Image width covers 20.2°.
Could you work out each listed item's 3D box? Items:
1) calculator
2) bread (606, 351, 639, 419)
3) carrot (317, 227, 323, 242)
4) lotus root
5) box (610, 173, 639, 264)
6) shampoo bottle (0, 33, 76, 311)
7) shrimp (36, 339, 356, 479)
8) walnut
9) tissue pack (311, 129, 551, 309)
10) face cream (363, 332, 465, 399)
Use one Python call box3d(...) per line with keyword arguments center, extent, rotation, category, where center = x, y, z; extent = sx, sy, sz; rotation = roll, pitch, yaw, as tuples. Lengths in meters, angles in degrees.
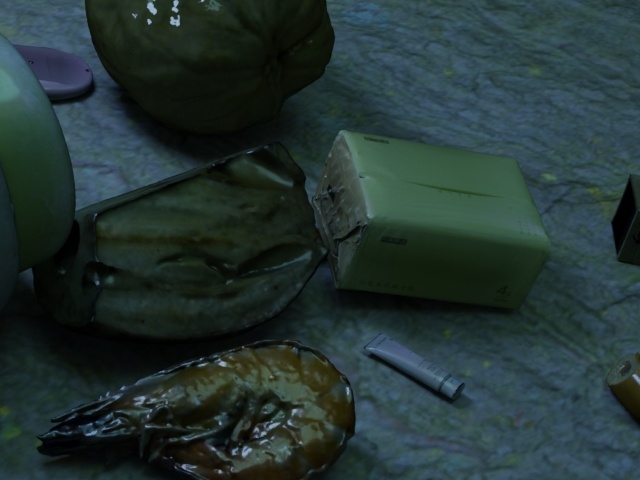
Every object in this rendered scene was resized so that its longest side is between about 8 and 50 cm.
box3d(center=(-0.360, -0.206, 2.194), extent=(0.165, 0.024, 0.103), rotation=(1, 40, -20), category="calculator")
box3d(center=(0.344, 0.158, 1.954), extent=(0.062, 0.049, 0.103), rotation=(27, 17, -50), category="bread")
box3d(center=(0.000, 0.000, 2.055), extent=(0.093, 0.032, 0.032), rotation=(-14, 46, -37), category="carrot")
box3d(center=(-0.156, 0.016, 1.905), extent=(0.314, 0.142, 0.210), rotation=(-8, 79, -35), category="lotus root")
box3d(center=(0.385, -0.024, 2.183), extent=(0.035, 0.079, 0.083), rotation=(12, 36, -7), category="box")
box3d(center=(-0.421, -0.052, 1.728), extent=(0.317, 0.322, 0.322), rotation=(-27, 53, -30), category="shampoo bottle")
box3d(center=(-0.112, 0.187, 1.733), extent=(0.316, 0.062, 0.164), rotation=(-12, 54, -18), category="shrimp")
box3d(center=(-0.128, -0.273, 2.170), extent=(0.277, 0.282, 0.253), rotation=(52, 10, 33), category="walnut")
box3d(center=(0.122, -0.022, 2.026), extent=(0.234, 0.125, 0.159), rotation=(8, 40, -21), category="tissue pack")
box3d(center=(0.101, 0.135, 1.925), extent=(0.115, 0.020, 0.038), rotation=(29, 39, 22), category="face cream")
